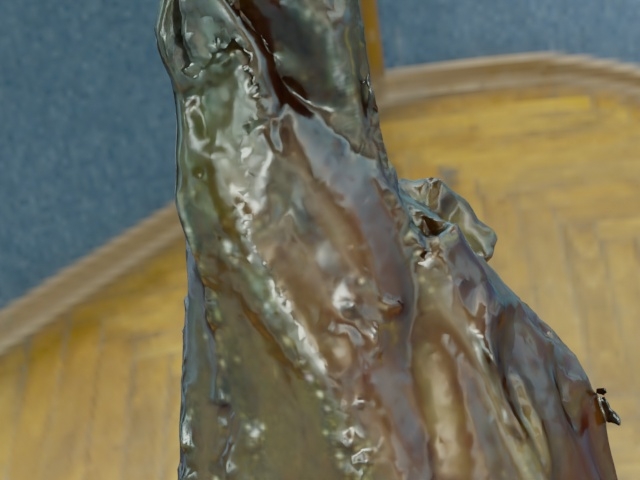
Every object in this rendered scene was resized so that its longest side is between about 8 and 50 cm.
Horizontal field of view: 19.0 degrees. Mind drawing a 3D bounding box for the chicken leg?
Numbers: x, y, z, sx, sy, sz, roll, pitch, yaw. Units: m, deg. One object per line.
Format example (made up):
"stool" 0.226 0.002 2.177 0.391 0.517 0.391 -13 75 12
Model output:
"chicken leg" 0.000 0.000 0.404 0.113 0.304 0.093 -30 26 -34
